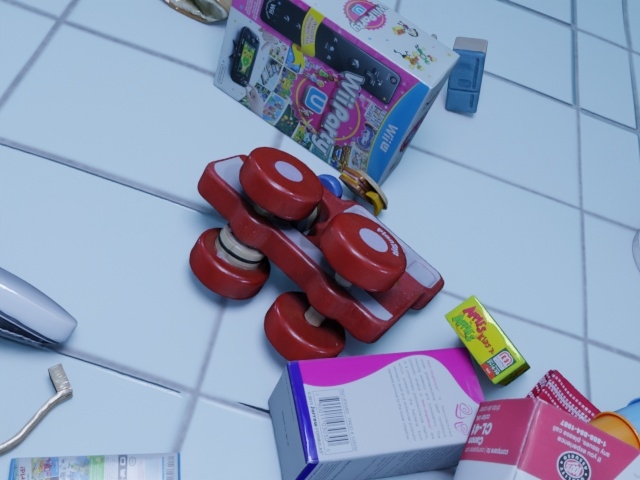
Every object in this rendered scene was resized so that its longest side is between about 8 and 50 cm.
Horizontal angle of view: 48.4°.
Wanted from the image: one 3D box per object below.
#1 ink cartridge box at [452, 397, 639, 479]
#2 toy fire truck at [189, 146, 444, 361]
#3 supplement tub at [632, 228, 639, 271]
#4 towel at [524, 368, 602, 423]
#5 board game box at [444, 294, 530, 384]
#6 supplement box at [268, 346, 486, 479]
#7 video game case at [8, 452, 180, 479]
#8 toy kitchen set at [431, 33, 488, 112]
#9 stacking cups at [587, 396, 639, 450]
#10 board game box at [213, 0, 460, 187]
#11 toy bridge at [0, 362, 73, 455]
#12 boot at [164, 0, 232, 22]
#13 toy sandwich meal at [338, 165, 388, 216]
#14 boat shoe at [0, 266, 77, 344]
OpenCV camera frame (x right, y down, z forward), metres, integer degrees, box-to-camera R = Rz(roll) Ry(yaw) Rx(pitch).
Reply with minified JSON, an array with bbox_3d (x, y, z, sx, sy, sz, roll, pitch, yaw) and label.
[{"bbox_3d":[0.219,0.335,0.672,0.226,0.131,0.306,29,72,-8],"label":"ink cartridge box"},{"bbox_3d":[0.000,0.000,0.900,0.302,0.169,0.254,41,27,12],"label":"toy fire truck"},{"bbox_3d":[0.616,-0.032,1.047,0.191,0.272,0.191,9,54,-13],"label":"supplement tub"},{"bbox_3d":[0.289,0.301,0.854,0.199,0.031,0.275,44,54,12],"label":"towel"},{"bbox_3d":[0.206,0.125,0.861,0.043,0.181,0.092,-37,70,7],"label":"board game box"},{"bbox_3d":[0.065,0.197,0.795,0.219,0.114,0.111,-1,57,-19],"label":"supplement box"},{"bbox_3d":[-0.222,0.272,0.702,0.166,0.015,0.119,3,56,-18],"label":"video game case"},{"bbox_3d":[0.149,-0.238,1.148,0.207,0.122,0.166,10,51,13],"label":"toy kitchen set"},{"bbox_3d":[0.382,0.232,0.862,0.316,0.096,0.096,-7,59,-27],"label":"stacking cups"},{"bbox_3d":[0.011,-0.241,1.010,0.303,0.224,0.097,35,51,7],"label":"board game box"},{"bbox_3d":[-0.340,0.188,0.712,0.188,0.026,0.063,-20,67,-30],"label":"toy bridge"},{"bbox_3d":[-0.106,-0.448,1.205,0.236,0.089,0.270,21,51,9],"label":"boot"},{"bbox_3d":[0.061,-0.069,1.006,0.029,0.085,0.085,-42,76,-7],"label":"toy sandwich meal"},{"bbox_3d":[-0.410,0.054,0.741,0.301,0.108,0.102,28,83,-15],"label":"boat shoe"}]
